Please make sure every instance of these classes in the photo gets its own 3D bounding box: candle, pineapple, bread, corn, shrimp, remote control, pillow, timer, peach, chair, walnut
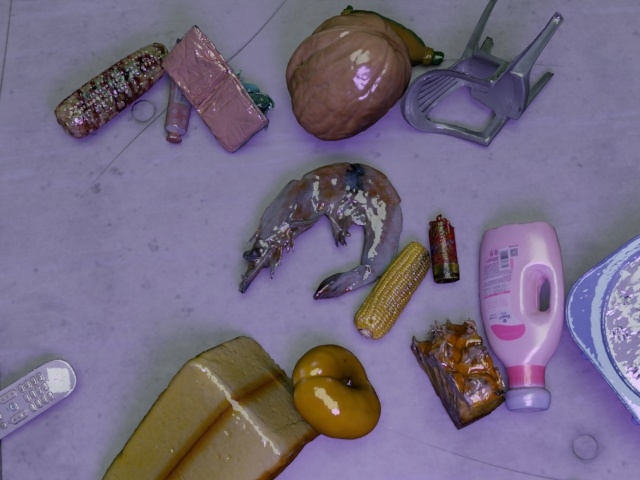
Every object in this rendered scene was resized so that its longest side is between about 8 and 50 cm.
[{"bbox_3d":[0.228,0.013,1.905,0.052,0.052,0.130,-3,73,-2],"label":"candle"},{"bbox_3d":[0.248,0.239,1.788,0.115,0.186,0.236,-21,30,-4],"label":"pineapple"},{"bbox_3d":[-0.205,0.378,1.783,0.233,0.245,0.361,45,107,11],"label":"bread"},{"bbox_3d":[0.133,0.092,1.870,0.072,0.072,0.203,32,74,9],"label":"corn"},{"bbox_3d":[0.000,0.000,1.899,0.360,0.085,0.247,-36,83,-15],"label":"shrimp"},{"bbox_3d":[-0.396,-0.291,1.976,0.253,0.086,0.086,-41,77,-15],"label":"corn"},{"bbox_3d":[-0.533,0.289,1.813,0.229,0.044,0.073,-34,85,-2],"label":"remote control"},{"bbox_3d":[-0.202,-0.282,1.935,0.126,0.043,0.232,-36,92,33],"label":"pillow"},{"bbox_3d":[0.643,0.142,1.751,0.395,0.173,0.394,-2,84,18],"label":"timer"},{"bbox_3d":[0.025,0.260,1.765,0.103,0.179,0.179,-46,75,27],"label":"peach"},{"bbox_3d":[0.304,-0.308,1.939,0.191,0.203,0.274,29,66,19],"label":"chair"},{"bbox_3d":[0.048,-0.302,1.906,0.225,0.261,0.224,17,57,-28],"label":"walnut"}]

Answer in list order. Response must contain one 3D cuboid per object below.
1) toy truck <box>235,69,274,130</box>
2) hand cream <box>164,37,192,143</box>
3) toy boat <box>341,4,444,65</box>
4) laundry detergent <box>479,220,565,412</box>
[{"bbox_3d":[-0.154,-0.282,1.989,0.154,0.080,0.078,33,48,9],"label":"toy truck"},{"bbox_3d":[-0.268,-0.289,1.998,0.067,0.043,0.209,19,69,-33],"label":"hand cream"},{"bbox_3d":[0.132,-0.397,2.028,0.230,0.089,0.088,30,35,9],"label":"toy boat"},{"bbox_3d":[0.364,0.137,1.835,0.159,0.088,0.335,-12,70,34],"label":"laundry detergent"}]
